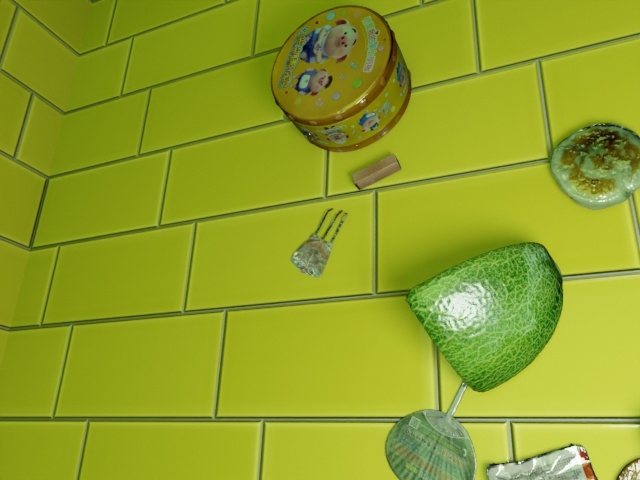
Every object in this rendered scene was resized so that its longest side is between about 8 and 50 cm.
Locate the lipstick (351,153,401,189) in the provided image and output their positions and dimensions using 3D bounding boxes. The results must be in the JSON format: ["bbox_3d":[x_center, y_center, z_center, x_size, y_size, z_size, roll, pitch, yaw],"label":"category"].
[{"bbox_3d":[0.169,-0.207,1.686,0.145,0.045,0.045,-25,57,16],"label":"lipstick"}]

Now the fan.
[{"bbox_3d":[0.266,0.479,1.364,0.223,0.012,0.294,-8,66,25],"label":"fan"}]

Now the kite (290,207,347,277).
[{"bbox_3d":[-0.001,-0.001,1.702,0.127,0.016,0.229,25,82,29],"label":"kite"}]

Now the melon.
[{"bbox_3d":[0.418,0.147,1.323,0.343,0.226,0.331,-38,95,9],"label":"melon"}]

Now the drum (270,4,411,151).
[{"bbox_3d":[0.065,-0.505,1.768,0.431,0.214,0.431,-10,66,23],"label":"drum"}]

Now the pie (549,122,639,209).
[{"bbox_3d":[0.702,-0.193,1.409,0.240,0.054,0.240,-10,64,21],"label":"pie"}]

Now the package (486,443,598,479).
[{"bbox_3d":[0.486,0.549,1.210,0.232,0.040,0.166,-18,65,10],"label":"package"}]

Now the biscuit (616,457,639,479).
[{"bbox_3d":[0.692,0.530,1.116,0.187,0.027,0.188,-11,63,22],"label":"biscuit"}]
